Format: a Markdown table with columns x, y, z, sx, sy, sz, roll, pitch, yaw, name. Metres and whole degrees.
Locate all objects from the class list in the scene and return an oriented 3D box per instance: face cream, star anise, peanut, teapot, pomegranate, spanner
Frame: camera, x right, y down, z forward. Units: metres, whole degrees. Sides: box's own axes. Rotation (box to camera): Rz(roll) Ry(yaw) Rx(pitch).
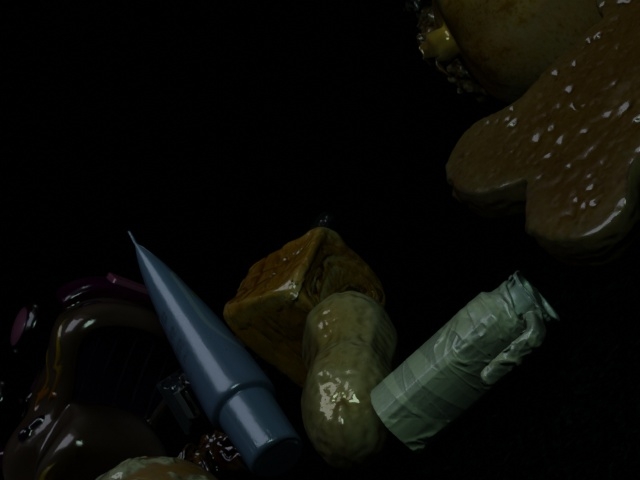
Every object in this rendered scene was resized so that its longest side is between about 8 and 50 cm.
| x | y | z | sx | sy | sz | roll | pitch | yaw | name |
| --- | --- | --- | --- | --- | --- | --- | --- | --- | --- |
| -0.135 | 0.139 | 2.088 | 0.086 | 0.135 | 0.385 | -33 | 48 | -5 | face cream |
| -0.150 | 0.289 | 2.093 | 0.177 | 0.073 | 0.234 | -33 | 12 | 24 | star anise |
| 0.032 | 0.157 | 1.865 | 0.111 | 0.125 | 0.274 | -7 | 28 | 7 | peanut |
| 0.148 | 0.125 | 1.705 | 0.200 | 0.077 | 0.107 | -43 | 18 | 12 | teapot |
| 0.263 | -0.302 | 2.106 | 0.319 | 0.319 | 0.319 | -43 | 15 | 14 | pomegranate |
| 0.000 | 0.000 | 2.584 | 0.046 | 0.012 | 0.208 | -42 | 16 | 17 | spanner |

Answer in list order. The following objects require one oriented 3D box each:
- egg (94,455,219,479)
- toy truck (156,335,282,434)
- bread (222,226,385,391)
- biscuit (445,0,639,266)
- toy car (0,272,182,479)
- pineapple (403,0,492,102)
| x | y | z | sx | sy | sz | roll | pitch | yaw | name |
| --- | --- | --- | --- | --- | --- | --- | --- | --- | --- |
| -0.175 | 0.330 | 1.829 | 0.203 | 0.203 | 0.245 | -42 | 9 | 19 | egg |
| -0.121 | 0.173 | 2.225 | 0.192 | 0.083 | 0.092 | -34 | 6 | -34 | toy truck |
| -0.015 | 0.087 | 2.113 | 0.143 | 0.158 | 0.149 | -34 | 13 | 39 | bread |
| 0.342 | -0.149 | 1.814 | 0.394 | 0.076 | 0.368 | -49 | 31 | -3 | biscuit |
| -0.287 | 0.227 | 2.259 | 0.240 | 0.271 | 0.340 | 27 | 96 | 66 | toy car |
| 0.168 | -0.364 | 2.439 | 0.169 | 0.340 | 0.169 | -39 | 15 | 13 | pineapple |
